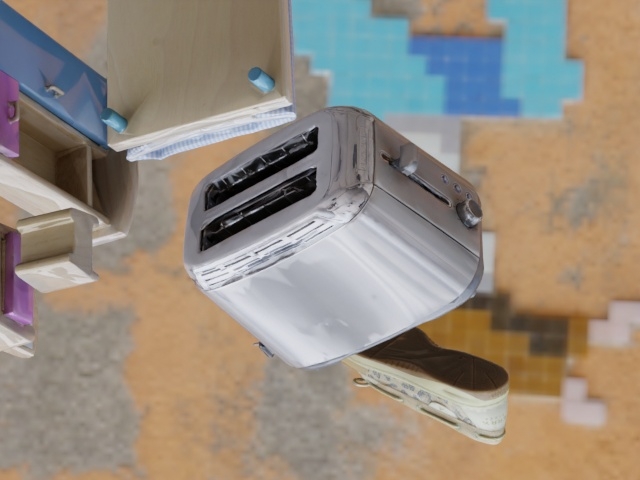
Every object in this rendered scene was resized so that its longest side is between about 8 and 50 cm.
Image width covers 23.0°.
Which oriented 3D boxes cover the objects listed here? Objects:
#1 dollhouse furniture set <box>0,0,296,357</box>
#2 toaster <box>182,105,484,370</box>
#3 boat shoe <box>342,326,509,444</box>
[{"bbox_3d":[-0.093,-0.078,1.072,0.303,0.286,0.198,-15,156,22],"label":"dollhouse furniture set"},{"bbox_3d":[0.000,0.000,1.167,0.227,0.129,0.146,-26,131,31],"label":"toaster"},{"bbox_3d":[0.118,0.176,1.984,0.105,0.089,0.285,-22,-152,-34],"label":"boat shoe"}]
